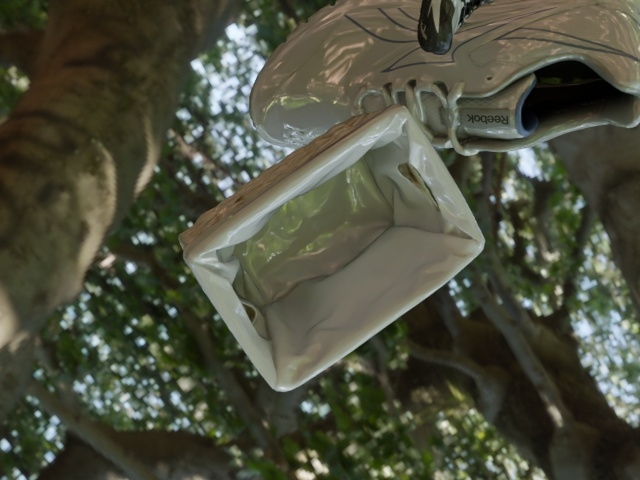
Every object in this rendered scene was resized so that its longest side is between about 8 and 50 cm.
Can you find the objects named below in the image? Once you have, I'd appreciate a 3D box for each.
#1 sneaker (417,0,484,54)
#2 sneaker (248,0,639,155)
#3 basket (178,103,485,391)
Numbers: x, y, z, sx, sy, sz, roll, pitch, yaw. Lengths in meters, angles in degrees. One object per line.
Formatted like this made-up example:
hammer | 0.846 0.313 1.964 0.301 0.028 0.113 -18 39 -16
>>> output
sneaker | 0.087 -0.159 0.702 0.043 0.040 0.109 14 -129 -3
sneaker | 0.089 -0.113 0.766 0.297 0.111 0.129 -10 -146 12
basket | 0.000 0.000 0.708 0.167 0.113 0.103 -35 -164 -10
